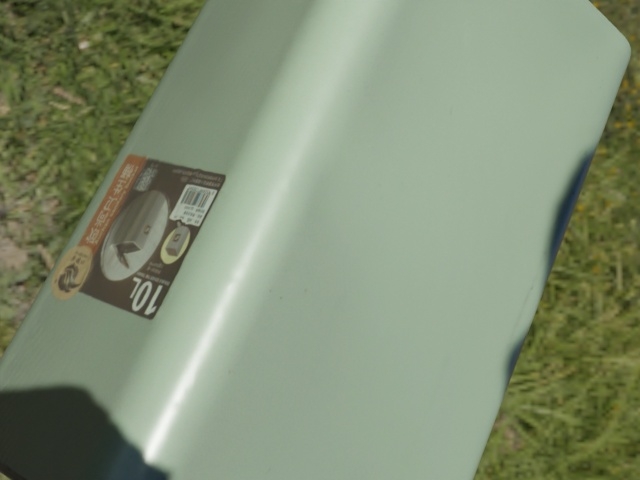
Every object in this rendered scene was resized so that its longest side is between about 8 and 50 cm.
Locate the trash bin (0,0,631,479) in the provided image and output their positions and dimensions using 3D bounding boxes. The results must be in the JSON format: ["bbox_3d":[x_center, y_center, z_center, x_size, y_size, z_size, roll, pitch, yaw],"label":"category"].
[{"bbox_3d":[0.000,0.000,0.641,0.223,0.158,0.344,31,78,-39],"label":"trash bin"}]
